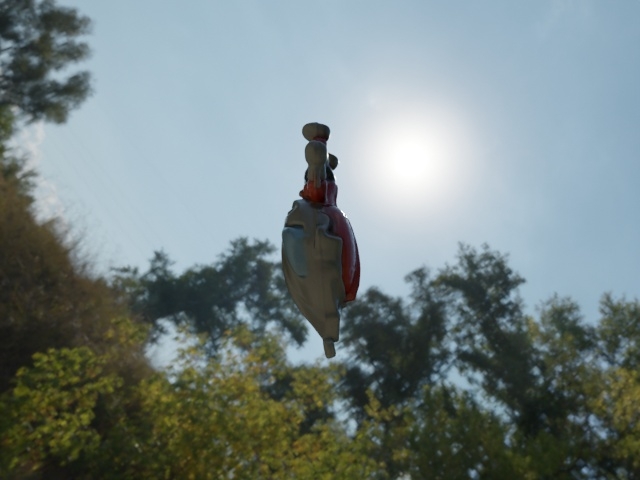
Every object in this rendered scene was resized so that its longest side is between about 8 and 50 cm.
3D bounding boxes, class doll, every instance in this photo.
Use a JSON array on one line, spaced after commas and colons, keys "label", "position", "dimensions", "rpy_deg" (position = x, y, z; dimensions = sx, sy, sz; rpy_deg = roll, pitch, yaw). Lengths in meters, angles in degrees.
[{"label": "doll", "position": [-0.001, 0.000, 0.334], "dimensions": [0.057, 0.039, 0.114], "rpy_deg": [140, -45, -57]}]
